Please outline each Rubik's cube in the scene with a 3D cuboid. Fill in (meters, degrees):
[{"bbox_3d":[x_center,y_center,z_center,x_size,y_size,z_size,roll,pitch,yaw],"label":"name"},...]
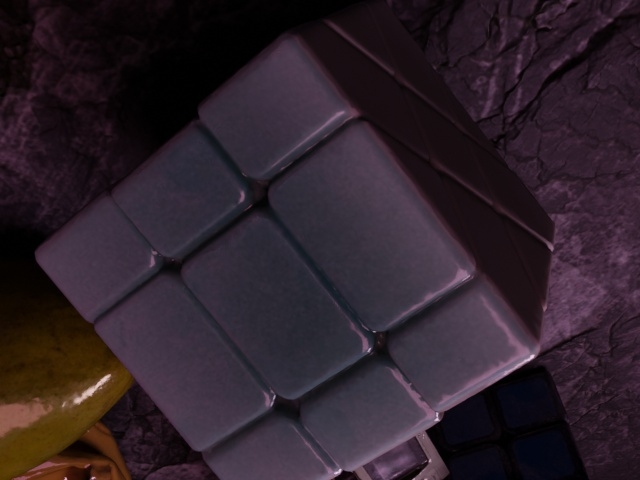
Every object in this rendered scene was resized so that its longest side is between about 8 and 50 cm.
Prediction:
[{"bbox_3d":[0.000,0.000,0.900,0.316,0.319,0.322,-37,96,23],"label":"Rubik's cube"},{"bbox_3d":[0.274,0.432,1.501,0.301,0.305,0.304,-18,135,8],"label":"Rubik's cube"}]

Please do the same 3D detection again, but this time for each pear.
[{"bbox_3d":[-0.364,0.144,1.099,0.307,0.253,0.253,-20,136,3],"label":"pear"}]

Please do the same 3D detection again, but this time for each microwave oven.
[{"bbox_3d":[0.073,0.264,1.366,0.129,0.163,0.205,-32,132,-2],"label":"microwave oven"}]

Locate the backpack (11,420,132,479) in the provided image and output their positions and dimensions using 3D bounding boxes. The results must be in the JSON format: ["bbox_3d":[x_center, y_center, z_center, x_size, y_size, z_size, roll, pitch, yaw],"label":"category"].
[{"bbox_3d":[-0.441,0.358,1.338,0.353,0.201,0.378,-1,133,-12],"label":"backpack"}]

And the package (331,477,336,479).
[{"bbox_3d":[-0.036,0.397,1.496,0.165,0.221,0.311,-23,140,-18],"label":"package"}]
